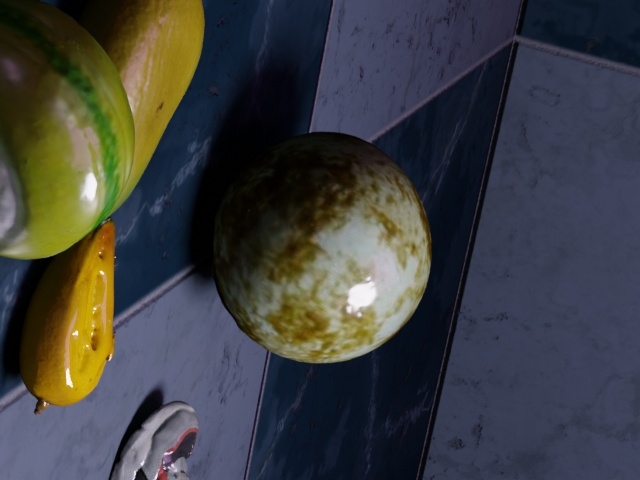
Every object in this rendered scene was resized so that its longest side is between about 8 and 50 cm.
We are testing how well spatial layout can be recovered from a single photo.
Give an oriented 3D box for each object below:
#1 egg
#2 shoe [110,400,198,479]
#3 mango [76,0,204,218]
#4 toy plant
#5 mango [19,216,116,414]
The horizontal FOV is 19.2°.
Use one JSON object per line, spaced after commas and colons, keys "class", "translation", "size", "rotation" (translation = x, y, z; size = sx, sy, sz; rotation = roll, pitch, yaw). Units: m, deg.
{"class": "egg", "translation": [0.000, 0.000, 2.037], "size": [0.289, 0.238, 0.238], "rotation": [-90, -174, -59]}
{"class": "shoe", "translation": [-0.160, 0.286, 1.989], "size": [0.228, 0.125, 0.099], "rotation": [-69, 161, -8]}
{"class": "mango", "translation": [-0.169, -0.132, 1.592], "size": [0.237, 0.091, 0.137], "rotation": [-70, 158, -12]}
{"class": "toy plant", "translation": [-0.274, -0.025, 1.234], "size": [0.316, 0.184, 0.224], "rotation": [-44, 167, -40]}
{"class": "mango", "translation": [-0.221, 0.065, 1.668], "size": [0.101, 0.066, 0.187], "rotation": [33, 70, -65]}
